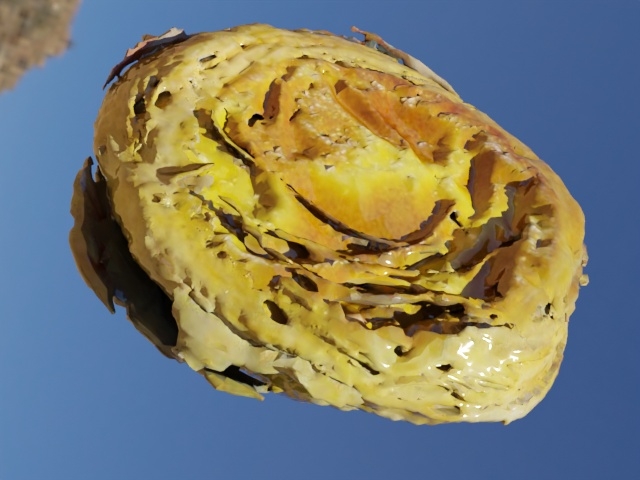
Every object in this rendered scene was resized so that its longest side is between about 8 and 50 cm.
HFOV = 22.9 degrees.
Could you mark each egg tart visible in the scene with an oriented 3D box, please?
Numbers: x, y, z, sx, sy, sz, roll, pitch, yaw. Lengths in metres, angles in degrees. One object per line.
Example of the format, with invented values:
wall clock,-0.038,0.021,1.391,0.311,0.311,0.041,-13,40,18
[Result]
egg tart,0.000,0.000,0.876,0.132,0.297,0.297,122,-24,-46
